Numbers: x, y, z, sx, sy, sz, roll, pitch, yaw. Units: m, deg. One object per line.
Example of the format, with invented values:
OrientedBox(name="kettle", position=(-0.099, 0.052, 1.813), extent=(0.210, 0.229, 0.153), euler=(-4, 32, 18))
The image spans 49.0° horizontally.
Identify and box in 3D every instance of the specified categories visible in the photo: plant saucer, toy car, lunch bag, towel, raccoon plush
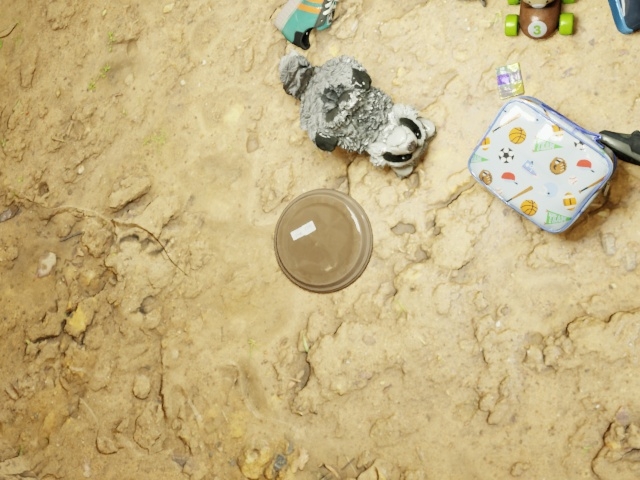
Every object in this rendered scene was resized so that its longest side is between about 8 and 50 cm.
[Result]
OrientedBox(name="plant saucer", position=(0.000, 0.000, 1.838), extent=(0.278, 0.041, 0.277), euler=(-1, 88, 20))
OrientedBox(name="toy car", position=(0.501, -0.555, 1.608), extent=(0.155, 0.188, 0.148), euler=(5, 89, 19))
OrientedBox(name="lunch bag", position=(0.511, -0.177, 1.604), extent=(0.303, 0.115, 0.243), euler=(39, 117, 15))
OrientedBox(name="towel", position=(0.461, -0.388, 1.709), extent=(0.060, 0.009, 0.083), euler=(-9, 85, 19))
OrientedBox(name="raccoon plush", position=(0.106, -0.349, 1.783), extent=(0.216, 0.299, 0.446), euler=(-49, 41, 26))

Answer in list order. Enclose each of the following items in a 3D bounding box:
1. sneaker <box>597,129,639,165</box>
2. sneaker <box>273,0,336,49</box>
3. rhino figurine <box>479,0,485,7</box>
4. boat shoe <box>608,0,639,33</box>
OrientedBox(name="sneaker", position=(0.740, -0.229, 1.568), extent=(0.228, 0.087, 0.130), euler=(20, 92, 16))
OrientedBox(name="sneaker", position=(0.005, -0.620, 1.800), extent=(0.121, 0.108, 0.302), euler=(45, 132, -2))
OrientedBox(name="rhino figurine", position=(0.345, -0.648, 1.728), extent=(0.243, 0.073, 0.106), euler=(32, 94, 16))
OrientedBox(name="boat shoe", position=(0.695, -0.605, 1.603), extent=(0.089, 0.109, 0.258), euler=(-16, 99, 11))
